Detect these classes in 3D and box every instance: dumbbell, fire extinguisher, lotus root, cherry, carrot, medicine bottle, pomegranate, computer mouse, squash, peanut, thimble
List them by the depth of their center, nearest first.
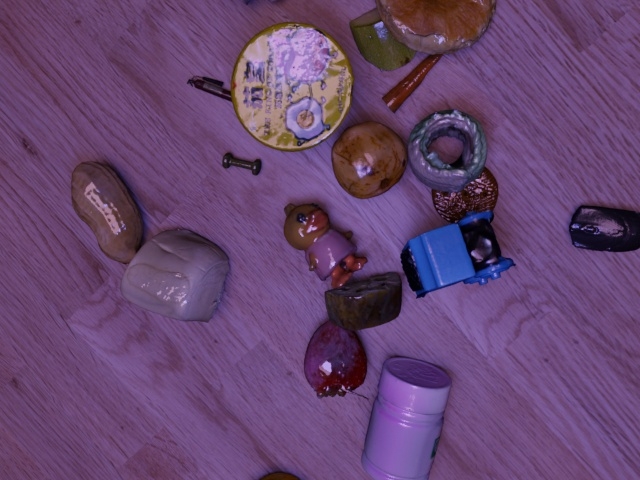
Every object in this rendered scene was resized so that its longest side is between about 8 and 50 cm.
[{"bbox_3d":[0.345,-0.239,1.500,0.218,0.150,0.219,-1,84,11],"label":"thimble"},{"bbox_3d":[0.792,-0.029,1.501,0.217,0.073,0.122,6,100,12],"label":"computer mouse"},{"bbox_3d":[0.189,-0.574,1.531,0.191,0.085,0.184,-24,92,15],"label":"squash"},{"bbox_3d":[0.128,-0.229,1.544,0.215,0.215,0.216,2,99,11],"label":"pomegranate"},{"bbox_3d":[0.266,-0.460,1.553,0.057,0.057,0.224,45,101,2],"label":"carrot"},{"bbox_3d":[0.138,0.178,1.594,0.234,0.138,0.119,-13,106,-17],"label":"lotus root"},{"bbox_3d":[0.250,0.534,1.623,0.211,0.212,0.326,12,101,9],"label":"medicine bottle"},{"bbox_3d":[0.046,0.347,1.655,0.191,0.175,0.250,-1,87,2],"label":"cherry"},{"bbox_3d":[-0.327,-0.467,1.675,0.173,0.035,0.049,22,106,4],"label":"fire extinguisher"},{"bbox_3d":[-0.240,-0.234,1.684,0.117,0.052,0.046,14,129,9],"label":"dumbbell"},{"bbox_3d":[-0.668,-0.088,1.738,0.174,0.158,0.340,-33,95,-7],"label":"peanut"}]

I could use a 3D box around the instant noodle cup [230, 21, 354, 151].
[{"bbox_3d":[-0.054,-0.405,1.517,0.325,0.254,0.326,2,98,11],"label":"instant noodle cup"}]

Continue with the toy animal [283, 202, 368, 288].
[{"bbox_3d":[-0.003,0.000,1.624,0.281,0.195,0.169,53,144,-4],"label":"toy animal"}]

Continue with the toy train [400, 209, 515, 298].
[{"bbox_3d":[0.353,0.048,1.488,0.264,0.300,0.188,-18,80,0],"label":"toy train"}]

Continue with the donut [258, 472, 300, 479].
[{"bbox_3d":[-0.139,0.880,1.801,0.253,0.118,0.254,1,98,8],"label":"donut"}]

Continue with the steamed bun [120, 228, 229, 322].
[{"bbox_3d":[-0.440,0.098,1.695,0.290,0.273,0.273,13,85,5],"label":"steamed bun"}]

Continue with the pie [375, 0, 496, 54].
[{"bbox_3d":[0.304,-0.652,1.461,0.339,0.083,0.340,0,89,-7],"label":"pie"}]

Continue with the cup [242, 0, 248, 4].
[{"bbox_3d":[-0.189,-0.802,1.508,0.288,0.208,0.273,44,102,3],"label":"cup"}]

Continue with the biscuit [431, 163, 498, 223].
[{"bbox_3d":[0.413,-0.135,1.583,0.187,0.027,0.188,2,100,11],"label":"biscuit"}]
